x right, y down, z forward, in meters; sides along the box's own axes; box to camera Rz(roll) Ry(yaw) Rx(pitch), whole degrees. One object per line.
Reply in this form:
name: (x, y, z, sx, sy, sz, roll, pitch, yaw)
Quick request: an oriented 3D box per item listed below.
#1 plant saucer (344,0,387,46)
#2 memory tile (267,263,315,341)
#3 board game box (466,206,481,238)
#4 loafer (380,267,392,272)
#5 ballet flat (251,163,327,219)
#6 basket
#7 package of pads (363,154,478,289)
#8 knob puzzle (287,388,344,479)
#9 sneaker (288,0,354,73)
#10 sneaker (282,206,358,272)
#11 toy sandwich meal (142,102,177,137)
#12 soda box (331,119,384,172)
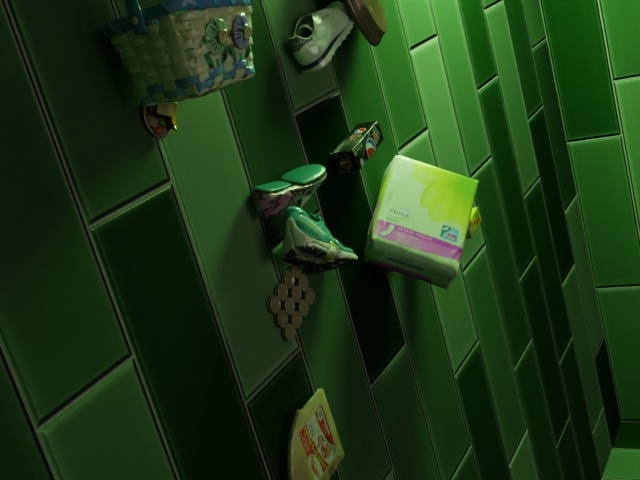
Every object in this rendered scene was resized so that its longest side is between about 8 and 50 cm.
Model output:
plant saucer: (0.090, -0.590, 2.104, 0.278, 0.041, 0.278, 54, 24, -37)
memory tile: (-0.059, 0.122, 1.847, 0.113, 0.012, 0.148, 64, 37, -30)
board game box: (0.313, -0.038, 2.323, 0.092, 0.181, 0.043, -52, 129, -49)
loafer: (0.172, 0.027, 2.209, 0.148, 0.056, 0.050, -66, 138, -54)
ballet flat: (-0.065, -0.094, 1.829, 0.221, 0.077, 0.079, -29, 129, -52)
basket: (-0.228, -0.378, 1.469, 0.255, 0.201, 0.289, -36, 109, -56)
package of pads: (0.239, -0.050, 2.175, 0.101, 0.229, 0.296, 109, 0, -56)
knob puzzle: (-0.025, 0.427, 1.836, 0.213, 0.030, 0.213, 14, 74, -58)
sneaker: (0.001, -0.470, 1.982, 0.095, 0.090, 0.235, 51, 42, -28)
sneaker: (0.000, 0.000, 1.865, 0.275, 0.107, 0.110, 32, 45, -65)
toy sandwich meal: (-0.270, -0.218, 1.538, 0.085, 0.029, 0.085, 15, 72, -57)
soda box: (0.089, -0.220, 2.101, 0.169, 0.060, 0.053, -53, 130, -49)
